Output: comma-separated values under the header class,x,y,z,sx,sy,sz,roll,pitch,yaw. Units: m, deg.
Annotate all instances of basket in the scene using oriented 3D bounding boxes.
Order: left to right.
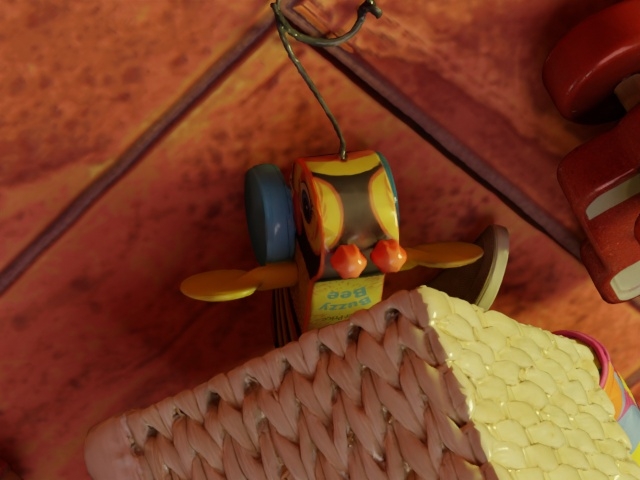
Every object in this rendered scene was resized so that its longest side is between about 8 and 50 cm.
class,x,y,z,sx,sy,sz,roll,pitch,yaw
basket,0.069,0.230,1.161,0.266,0.328,0.331,-30,157,20

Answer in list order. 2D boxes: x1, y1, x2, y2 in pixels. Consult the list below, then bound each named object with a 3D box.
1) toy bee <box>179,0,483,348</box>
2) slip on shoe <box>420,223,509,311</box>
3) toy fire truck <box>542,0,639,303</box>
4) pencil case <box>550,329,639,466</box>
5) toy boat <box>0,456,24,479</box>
class,x,y,z,sx,sy,sz,roll,pitch,yaw
toy bee,0.000,0.000,1.152,0.195,0.162,0.298,-23,131,2
slip on shoe,0.094,0.042,1.294,0.041,0.051,0.135,19,125,-17
toy fire truck,0.305,-0.076,1.221,0.302,0.169,0.254,-30,155,6
pencil case,0.224,0.175,1.411,0.104,0.104,0.236,-30,129,5
toy boat,-0.311,0.233,1.259,0.151,0.151,0.231,40,109,-8
